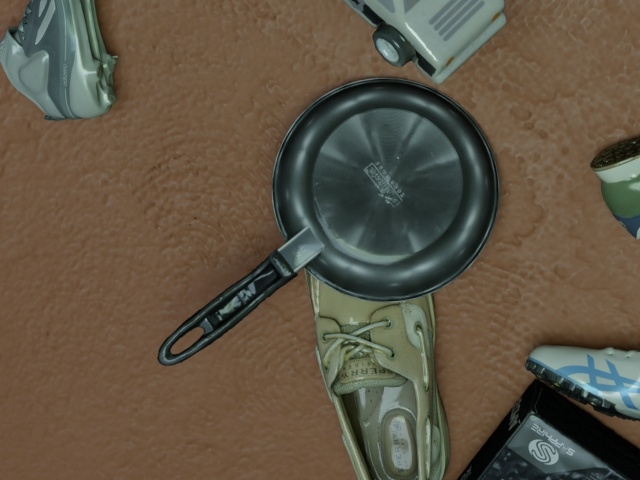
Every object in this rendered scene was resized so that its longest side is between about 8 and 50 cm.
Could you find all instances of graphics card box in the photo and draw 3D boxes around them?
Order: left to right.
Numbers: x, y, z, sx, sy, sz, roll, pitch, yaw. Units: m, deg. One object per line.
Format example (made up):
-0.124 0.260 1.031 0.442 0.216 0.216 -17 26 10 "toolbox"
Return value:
0.181 0.338 1.555 0.233 0.094 0.371 34 110 0 "graphics card box"

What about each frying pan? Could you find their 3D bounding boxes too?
-0.006 -0.029 1.456 0.326 0.053 0.197 -15 83 -4 "frying pan"

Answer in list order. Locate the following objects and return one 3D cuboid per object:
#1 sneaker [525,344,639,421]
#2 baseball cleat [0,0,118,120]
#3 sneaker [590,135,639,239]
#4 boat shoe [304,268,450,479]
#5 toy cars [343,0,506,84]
0.299 0.120 1.484 0.237 0.085 0.086 12 82 11 "sneaker"
-0.242 -0.205 1.494 0.109 0.072 0.205 -5 101 19 "baseball cleat"
0.331 -0.058 1.431 0.192 0.064 0.086 -17 109 16 "sneaker"
0.048 0.101 1.509 0.109 0.098 0.302 -10 103 13 "boat shoe"
0.042 -0.312 1.309 0.176 0.087 0.393 -4 72 -8 "toy cars"
